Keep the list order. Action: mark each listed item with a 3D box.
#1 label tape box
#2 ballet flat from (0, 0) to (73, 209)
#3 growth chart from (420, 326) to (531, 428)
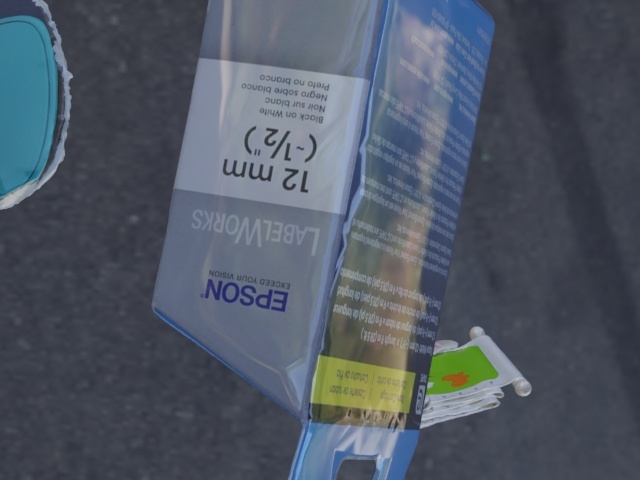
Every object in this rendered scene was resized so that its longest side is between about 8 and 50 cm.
[{"bbox_3d":[0.000,0.000,1.102,0.249,0.115,0.347,20,81,-71],"label":"label tape box"},{"bbox_3d":[-0.339,-0.224,1.909,0.147,0.147,0.409,2,72,-51],"label":"ballet flat"},{"bbox_3d":[0.085,0.145,1.792,0.237,0.172,0.021,-15,114,-19],"label":"growth chart"}]
